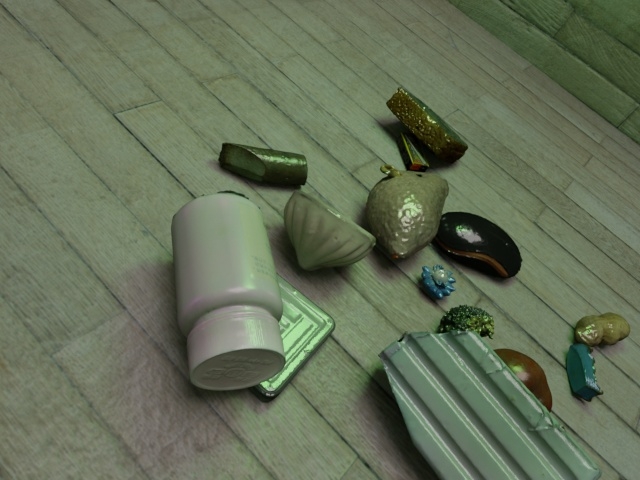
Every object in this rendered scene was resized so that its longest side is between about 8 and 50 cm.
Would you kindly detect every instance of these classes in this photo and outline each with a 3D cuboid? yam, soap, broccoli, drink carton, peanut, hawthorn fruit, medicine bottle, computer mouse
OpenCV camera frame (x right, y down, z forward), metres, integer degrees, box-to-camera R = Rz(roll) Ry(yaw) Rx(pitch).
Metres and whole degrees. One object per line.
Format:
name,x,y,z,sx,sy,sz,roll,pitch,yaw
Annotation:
yam,-0.163,-0.223,1.458,0.259,0.106,0.106,4,52,-23
soap,0.327,0.380,1.080,0.446,0.261,0.156,49,6,17
broccoli,0.395,0.252,1.336,0.154,0.167,0.160,-13,85,3
drink carton,0.337,-0.320,1.822,0.071,0.056,0.166,3,52,-20
peanut,0.884,0.282,1.568,0.227,0.086,0.104,0,55,-24
hawthorn fruit,0.481,0.359,1.251,0.199,0.199,0.251,40,28,9
medicine bottle,-0.194,0.096,1.039,0.213,0.213,0.379,3,50,-24
computer mouse,0.514,0.007,1.597,0.323,0.116,0.183,22,51,-9

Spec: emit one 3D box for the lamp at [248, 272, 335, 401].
lamp,-0.133,0.198,1.157,0.266,0.047,0.269,37,47,11

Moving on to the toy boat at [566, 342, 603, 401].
toy boat,0.769,0.374,1.440,0.077,0.075,0.185,21,42,-6

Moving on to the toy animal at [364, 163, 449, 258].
toy animal,0.246,-0.085,1.489,0.226,0.188,0.358,22,46,6

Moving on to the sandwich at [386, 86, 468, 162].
sandwich,0.414,-0.423,1.866,0.301,0.099,0.271,51,29,20

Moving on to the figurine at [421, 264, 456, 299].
figurine,0.341,0.124,1.434,0.114,0.079,0.114,19,45,-20

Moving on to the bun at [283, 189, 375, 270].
bun,0.000,0.000,1.306,0.263,0.263,0.175,32,89,2
